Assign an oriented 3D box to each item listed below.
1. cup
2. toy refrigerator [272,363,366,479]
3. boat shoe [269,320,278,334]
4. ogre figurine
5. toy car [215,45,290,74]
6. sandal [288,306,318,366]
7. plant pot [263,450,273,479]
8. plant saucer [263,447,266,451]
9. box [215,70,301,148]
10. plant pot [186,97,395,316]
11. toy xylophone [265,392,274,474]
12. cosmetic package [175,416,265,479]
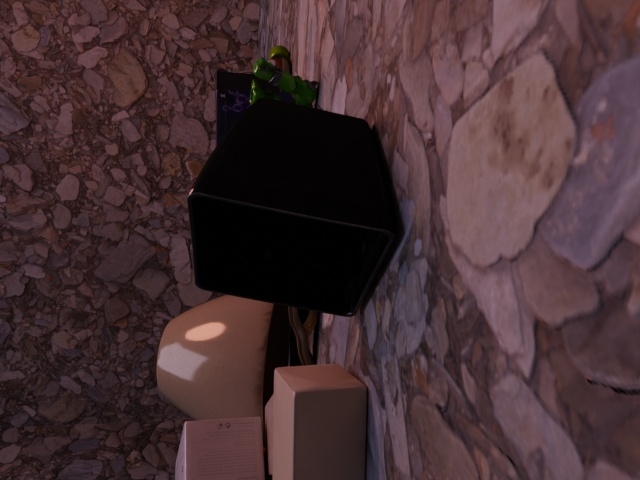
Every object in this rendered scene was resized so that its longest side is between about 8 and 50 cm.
[{"bbox_3d":[-0.204,0.254,1.135,0.331,0.236,0.332,3,-90,-86],"label":"cup"},{"bbox_3d":[-0.001,0.291,0.623,0.102,0.094,0.270,-175,85,-73],"label":"toy refrigerator"},{"bbox_3d":[-0.135,0.241,1.342,0.089,0.108,0.259,-103,19,-65],"label":"boat shoe"},{"bbox_3d":[-0.068,-0.226,0.963,0.097,0.118,0.197,-122,33,-64],"label":"ogre figurine"},{"bbox_3d":[-0.175,-0.404,1.373,0.149,0.188,0.155,108,160,-60],"label":"toy car"},{"bbox_3d":[-0.025,0.135,0.909,0.072,0.048,0.180,-101,0,-70],"label":"sandal"},{"bbox_3d":[-0.105,0.553,1.123,0.237,0.109,0.238,180,90,-80],"label":"plant pot"},{"bbox_3d":[-0.164,0.771,1.620,0.259,0.047,0.259,-145,57,-79],"label":"plant saucer"},{"bbox_3d":[-0.141,-0.227,1.184,0.103,0.184,0.261,-100,15,-50],"label":"box"},{"bbox_3d":[-0.026,-0.043,0.583,0.187,0.187,0.167,106,175,-58],"label":"plant pot"},{"bbox_3d":[-0.042,0.347,0.866,0.323,0.081,0.237,123,146,-72],"label":"toy xylophone"},{"bbox_3d":[-0.179,0.458,0.924,0.224,0.138,0.225,113,152,-47],"label":"cosmetic package"}]
